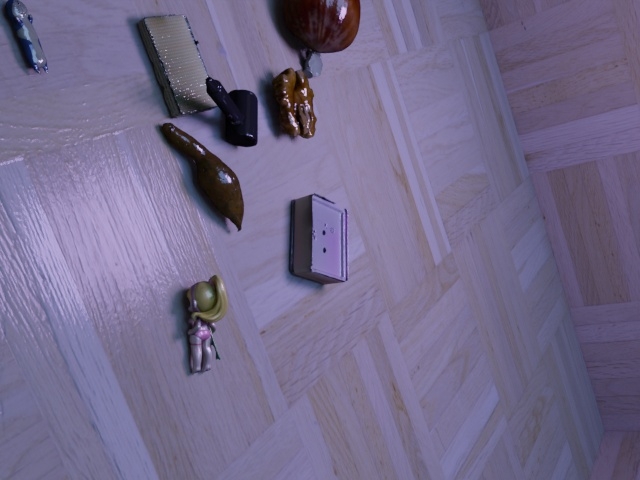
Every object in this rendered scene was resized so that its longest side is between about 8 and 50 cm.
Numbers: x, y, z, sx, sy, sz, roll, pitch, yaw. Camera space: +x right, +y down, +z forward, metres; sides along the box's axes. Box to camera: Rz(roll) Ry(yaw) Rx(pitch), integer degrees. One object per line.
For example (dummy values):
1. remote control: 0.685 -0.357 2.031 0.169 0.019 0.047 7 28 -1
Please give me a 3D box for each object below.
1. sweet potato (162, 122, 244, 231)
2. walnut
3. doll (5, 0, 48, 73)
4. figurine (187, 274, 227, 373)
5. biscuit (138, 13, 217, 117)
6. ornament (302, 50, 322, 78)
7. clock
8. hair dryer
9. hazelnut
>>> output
1. sweet potato: -0.218 -0.136 1.341 0.269 0.075 0.074 55 41 -22
2. walnut: -0.068 -0.328 1.602 0.143 0.069 0.170 0 82 -55
3. doll: -0.478 -0.332 1.084 0.037 0.027 0.125 -40 112 -59
4. figurine: -0.216 0.158 1.263 0.083 0.083 0.187 9 83 -52
5. biscuit: -0.285 -0.353 1.341 0.121 0.041 0.199 -29 104 -49
6. ornament: -0.018 -0.461 1.730 0.092 0.041 0.068 -53 142 -57
7. clock: 0.000 0.000 1.594 0.147 0.071 0.191 21 64 -49
8. hair dryer: -0.191 -0.286 1.358 0.248 0.071 0.114 47 40 -71
9. hazelnut: 0.003 -0.580 1.692 0.212 0.180 0.181 11 25 -28
